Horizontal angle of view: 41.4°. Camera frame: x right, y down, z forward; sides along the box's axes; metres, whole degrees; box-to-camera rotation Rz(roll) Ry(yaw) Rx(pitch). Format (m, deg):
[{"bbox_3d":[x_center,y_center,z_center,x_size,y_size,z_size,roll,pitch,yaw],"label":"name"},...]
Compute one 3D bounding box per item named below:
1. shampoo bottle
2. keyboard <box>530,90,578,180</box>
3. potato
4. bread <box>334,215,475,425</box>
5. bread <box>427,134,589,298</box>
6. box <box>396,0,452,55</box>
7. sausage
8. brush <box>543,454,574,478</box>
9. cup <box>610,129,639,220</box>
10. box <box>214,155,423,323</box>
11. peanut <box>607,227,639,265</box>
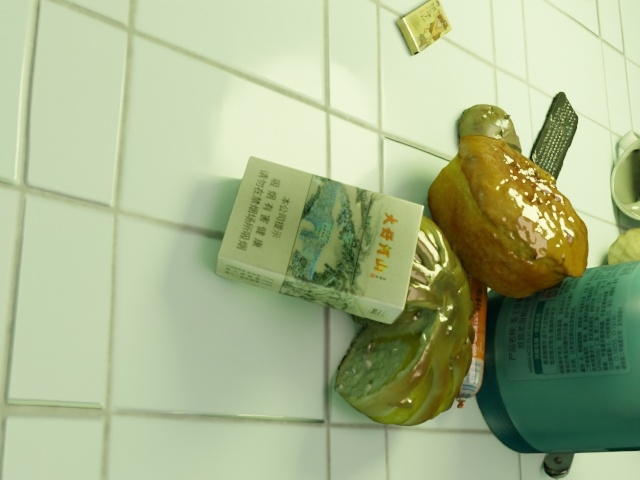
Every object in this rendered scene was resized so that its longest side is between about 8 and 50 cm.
[{"bbox_3d":[0.500,0.210,1.513,0.331,0.342,0.331,15,68,-42],"label":"shampoo bottle"},{"bbox_3d":[0.526,-0.228,1.891,0.106,0.016,0.262,51,49,-23],"label":"keyboard"},{"bbox_3d":[0.352,-0.220,1.660,0.172,0.089,0.101,9,70,-42],"label":"potato"},{"bbox_3d":[0.138,0.113,1.304,0.333,0.160,0.333,15,69,-43],"label":"bread"},{"bbox_3d":[0.327,-0.041,1.472,0.312,0.172,0.312,30,34,-23],"label":"bread"},{"bbox_3d":[0.200,-0.409,1.607,0.149,0.020,0.073,-43,109,-43],"label":"box"},{"bbox_3d":[0.250,0.174,1.465,0.071,0.071,0.234,27,61,-38],"label":"sausage"},{"bbox_3d":[0.519,0.375,1.701,0.297,0.068,0.060,-47,135,-37],"label":"brush"},{"bbox_3d":[0.847,-0.155,2.076,0.257,0.219,0.290,15,37,-43],"label":"cup"},{"bbox_3d":[0.000,0.000,1.164,0.256,0.069,0.164,16,63,-3],"label":"box"},{"bbox_3d":[0.795,0.057,1.981,0.340,0.174,0.158,7,105,-48],"label":"peanut"}]
